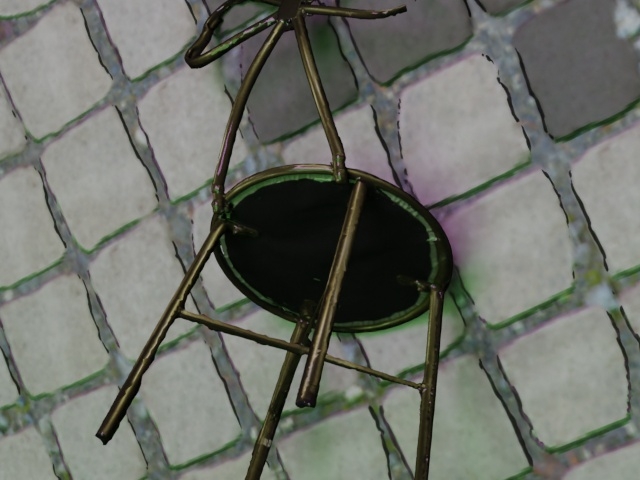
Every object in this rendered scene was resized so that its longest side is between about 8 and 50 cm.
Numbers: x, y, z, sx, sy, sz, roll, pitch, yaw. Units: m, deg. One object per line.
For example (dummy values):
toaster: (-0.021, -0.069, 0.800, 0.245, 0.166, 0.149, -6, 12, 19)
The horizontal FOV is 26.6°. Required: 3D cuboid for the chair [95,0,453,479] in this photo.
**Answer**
chair: (0.000, 0.000, 0.795, 0.159, 0.170, 0.326, -14, 44, 29)
